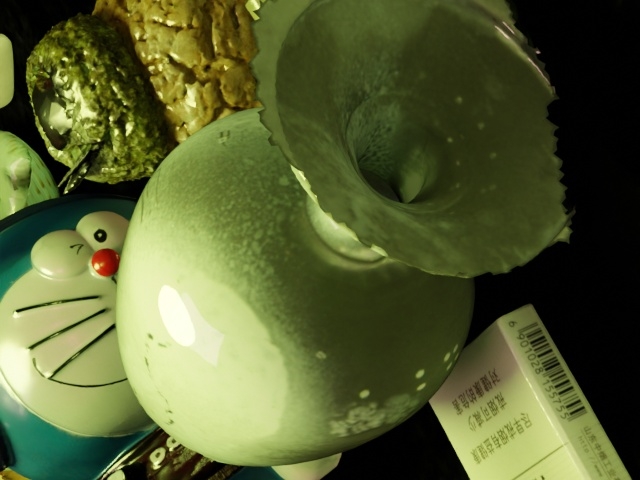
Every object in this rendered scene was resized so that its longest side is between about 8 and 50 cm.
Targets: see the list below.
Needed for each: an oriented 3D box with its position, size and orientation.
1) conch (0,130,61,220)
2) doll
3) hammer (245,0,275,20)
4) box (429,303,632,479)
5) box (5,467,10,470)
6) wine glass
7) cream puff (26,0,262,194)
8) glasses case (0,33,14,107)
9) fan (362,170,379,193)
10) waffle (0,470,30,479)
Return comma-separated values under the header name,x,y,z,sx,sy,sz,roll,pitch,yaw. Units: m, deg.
name,x,y,z,sx,sy,sz,roll,pitch,yaw
conch,-0.307,0.000,1.837,0.200,0.172,0.131,45,175,47
doll,-0.151,0.106,1.495,0.310,0.284,0.240,50,153,7
hammer,0.003,-0.179,1.273,0.060,0.028,0.195,56,150,10
box,0.156,0.172,1.253,0.245,0.035,0.139,60,152,13
box,-0.303,0.104,1.700,0.226,0.226,0.149,136,134,-62
wine glass,0.000,0.000,1.202,0.238,0.238,0.323,60,144,14
cream puff,-0.128,-0.104,1.407,0.183,0.169,0.183,39,141,42
glasses case,-0.302,-0.156,1.831,0.021,0.032,0.083,50,150,35
fan,0.031,-0.070,1.314,0.038,0.016,0.193,24,131,50
waffle,-0.155,0.321,1.795,0.348,0.077,0.304,9,135,59
